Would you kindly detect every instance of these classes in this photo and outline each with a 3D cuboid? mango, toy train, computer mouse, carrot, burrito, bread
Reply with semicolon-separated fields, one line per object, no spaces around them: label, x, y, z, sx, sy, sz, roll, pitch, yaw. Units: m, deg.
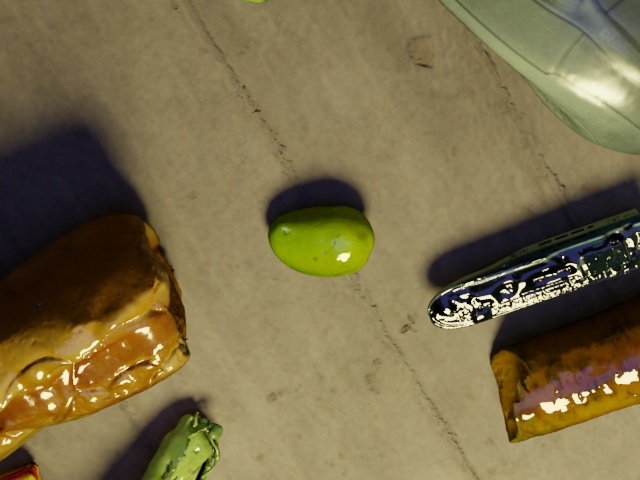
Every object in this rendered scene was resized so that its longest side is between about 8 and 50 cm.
mango;0.000;0.000;1.704;0.108;0.056;0.073;9;105;8
toy train;0.219;0.033;1.723;0.234;0.051;0.052;-20;108;8
computer mouse;0.247;-0.220;1.606;0.371;0.122;0.188;41;102;-11
carrot;0.318;0.112;1.724;0.302;0.114;0.114;-20;108;7
burrito;-0.172;0.316;1.783;0.104;0.054;0.288;27;90;-40
bread;-0.291;0.111;1.662;0.344;0.195;0.149;-29;113;5

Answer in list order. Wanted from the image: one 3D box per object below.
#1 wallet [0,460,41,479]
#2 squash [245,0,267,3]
wallet;-0.325;0.363;1.814;0.141;0.067;0.241;-18;105;3
squash;-0.090;-0.246;1.630;0.089;0.027;0.027;17;108;-2
